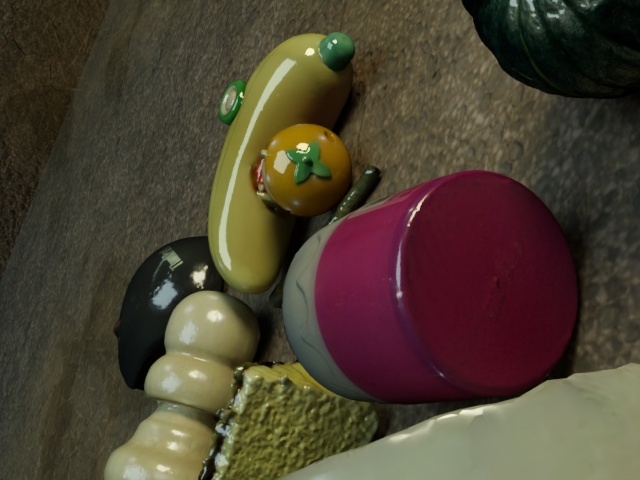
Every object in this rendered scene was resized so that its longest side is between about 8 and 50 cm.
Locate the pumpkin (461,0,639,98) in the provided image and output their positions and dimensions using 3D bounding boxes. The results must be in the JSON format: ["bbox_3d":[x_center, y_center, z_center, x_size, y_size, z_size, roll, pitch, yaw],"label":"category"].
[{"bbox_3d":[0.203,-0.212,0.770,0.220,0.162,0.220,13,106,51],"label":"pumpkin"}]

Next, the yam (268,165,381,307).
[{"bbox_3d":[0.001,0.000,1.209,0.234,0.029,0.027,-54,20,32],"label":"yam"}]

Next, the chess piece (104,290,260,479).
[{"bbox_3d":[-0.162,0.206,1.272,0.167,0.167,0.299,-12,59,61],"label":"chess piece"}]

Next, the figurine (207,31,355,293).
[{"bbox_3d":[-0.039,-0.092,1.248,0.222,0.124,0.324,2,74,58],"label":"figurine"}]

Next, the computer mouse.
[{"bbox_3d":[-0.239,0.099,1.543,0.269,0.100,0.170,-48,33,41],"label":"computer mouse"}]

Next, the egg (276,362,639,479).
[{"bbox_3d":[0.113,0.272,0.484,0.354,0.354,0.340,-46,55,43],"label":"egg"}]

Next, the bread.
[{"bbox_3d":[-0.037,0.254,1.032,0.266,0.142,0.178,-69,-15,9],"label":"bread"}]

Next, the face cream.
[{"bbox_3d":[0.083,0.046,0.852,0.195,0.175,0.175,-20,57,60],"label":"face cream"}]
